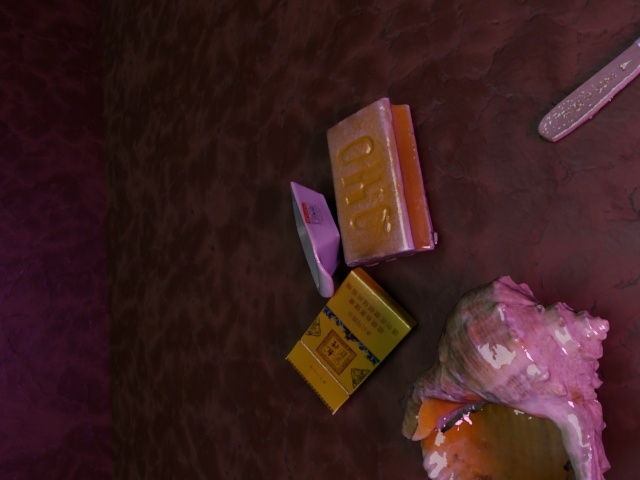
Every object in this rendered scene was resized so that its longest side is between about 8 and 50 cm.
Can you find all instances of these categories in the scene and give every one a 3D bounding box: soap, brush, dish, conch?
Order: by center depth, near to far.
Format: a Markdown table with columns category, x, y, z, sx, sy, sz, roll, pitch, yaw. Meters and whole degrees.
| category | x | y | z | sx | sy | sz | roll | pitch | yaw |
| --- | --- | --- | --- | --- | --- | --- | --- | --- | --- |
| brush | 0.422 | -0.249 | 0.605 | 0.336 | 0.020 | 0.086 | -46 | 58 | 35 |
| conch | 0.264 | 0.220 | 0.638 | 0.352 | 0.209 | 0.297 | 110 | 147 | -51 |
| soap | 0.105 | -0.100 | 0.882 | 0.173 | 0.089 | 0.275 | -19 | 75 | 47 |
| dish | 0.000 | 0.000 | 0.954 | 0.154 | 0.064 | 0.234 | 85 | 169 | -51 |

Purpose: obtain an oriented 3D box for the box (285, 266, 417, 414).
| category | x | y | z | sx | sy | sz | roll | pitch | yaw |
| --- | --- | --- | --- | --- | --- | --- | --- | --- | --- |
| box | 0.051 | 0.201 | 0.937 | 0.153 | 0.041 | 0.279 | 44 | 120 | 17 |
